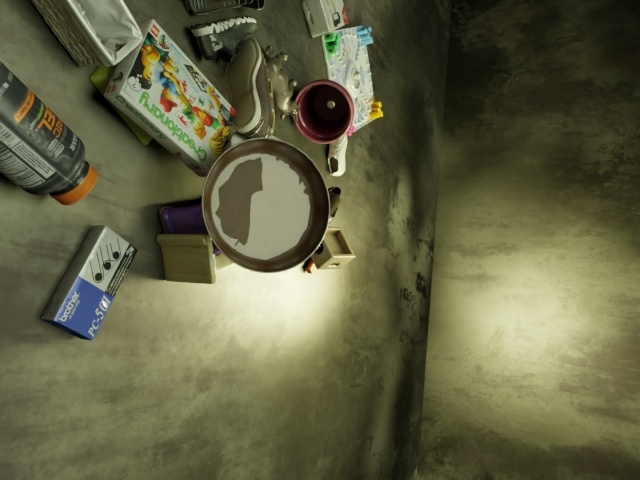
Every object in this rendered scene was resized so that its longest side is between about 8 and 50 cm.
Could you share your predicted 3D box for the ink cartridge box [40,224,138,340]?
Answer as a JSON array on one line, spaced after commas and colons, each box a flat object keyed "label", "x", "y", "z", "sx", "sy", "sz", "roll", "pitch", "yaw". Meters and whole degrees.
[{"label": "ink cartridge box", "x": -0.450, "y": 0.082, "z": 1.012, "sx": 0.097, "sy": 0.046, "sz": 0.207, "roll": 52, "pitch": 47, "yaw": -47}]

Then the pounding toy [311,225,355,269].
[{"label": "pounding toy", "x": -0.009, "y": -0.005, "z": 1.763, "sx": 0.181, "sy": 0.094, "sz": 0.206, "roll": 1, "pitch": 55, "yaw": -49}]

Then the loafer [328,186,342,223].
[{"label": "loafer", "x": 0.030, "y": -0.135, "z": 1.789, "sx": 0.080, "sy": 0.078, "sz": 0.220, "roll": 37, "pitch": 28, "yaw": -16}]

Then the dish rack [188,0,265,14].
[{"label": "dish rack", "x": -0.251, "y": -0.685, "z": 1.301, "sx": 0.271, "sy": 0.074, "sz": 0.208, "roll": -46, "pitch": 136, "yaw": -51}]

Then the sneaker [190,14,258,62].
[{"label": "sneaker", "x": -0.242, "y": -0.526, "z": 1.345, "sx": 0.234, "sy": 0.078, "sz": 0.106, "roll": -42, "pitch": 130, "yaw": -48}]

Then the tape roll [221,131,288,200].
[{"label": "tape roll", "x": -0.135, "y": -0.166, "z": 1.356, "sx": 0.286, "sy": 0.100, "sz": 0.286, "roll": 28, "pitch": 33, "yaw": -20}]

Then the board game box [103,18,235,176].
[{"label": "board game box", "x": -0.317, "y": -0.302, "z": 1.137, "sx": 0.305, "sy": 0.053, "sz": 0.192, "roll": 44, "pitch": 54, "yaw": -53}]

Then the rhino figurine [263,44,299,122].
[{"label": "rhino figurine", "x": -0.119, "y": -0.463, "z": 1.571, "sx": 0.243, "sy": 0.073, "sz": 0.106, "roll": 65, "pitch": 35, "yaw": -41}]

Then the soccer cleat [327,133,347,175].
[{"label": "soccer cleat", "x": 0.060, "y": -0.337, "z": 1.911, "sx": 0.076, "sy": 0.068, "sz": 0.196, "roll": -22, "pitch": 113, "yaw": -56}]

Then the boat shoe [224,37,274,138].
[{"label": "boat shoe", "x": -0.179, "y": -0.399, "z": 1.361, "sx": 0.097, "sy": 0.117, "sz": 0.324, "roll": 35, "pitch": 40, "yaw": -49}]

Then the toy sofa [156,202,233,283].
[{"label": "toy sofa", "x": -0.229, "y": -0.022, "z": 1.304, "sx": 0.363, "sy": 0.150, "sz": 0.176, "roll": -23, "pitch": 112, "yaw": -59}]

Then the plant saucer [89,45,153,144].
[{"label": "plant saucer", "x": -0.380, "y": -0.340, "z": 1.125, "sx": 0.188, "sy": 0.045, "sz": 0.188, "roll": 59, "pitch": 42, "yaw": -45}]

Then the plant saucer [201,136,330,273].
[{"label": "plant saucer", "x": -0.124, "y": -0.079, "z": 1.183, "sx": 0.311, "sy": 0.050, "sz": 0.310, "roll": 1, "pitch": 88, "yaw": -26}]

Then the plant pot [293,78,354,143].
[{"label": "plant pot", "x": 0.021, "y": -0.447, "z": 1.725, "sx": 0.180, "sy": 0.202, "sz": 0.201, "roll": -68, "pitch": 148, "yaw": -61}]

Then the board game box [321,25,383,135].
[{"label": "board game box", "x": 0.142, "y": -0.648, "z": 2.063, "sx": 0.390, "sy": 0.051, "sz": 0.389, "roll": -42, "pitch": 127, "yaw": -53}]

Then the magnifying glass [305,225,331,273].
[{"label": "magnifying glass", "x": 0.002, "y": 0.034, "z": 1.857, "sx": 0.231, "sy": 0.026, "sz": 0.092, "roll": -58, "pitch": 139, "yaw": -42}]

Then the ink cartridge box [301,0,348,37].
[{"label": "ink cartridge box", "x": 0.019, "y": -0.802, "z": 1.802, "sx": 0.175, "sy": 0.073, "sz": 0.127, "roll": -51, "pitch": 130, "yaw": -48}]

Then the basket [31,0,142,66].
[{"label": "basket", "x": -0.438, "y": -0.420, "z": 0.958, "sx": 0.167, "sy": 0.103, "sz": 0.113, "roll": 62, "pitch": 40, "yaw": -40}]

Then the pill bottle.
[{"label": "pill bottle", "x": -0.487, "y": -0.164, "z": 0.849, "sx": 0.245, "sy": 0.131, "sz": 0.130, "roll": 56, "pitch": 44, "yaw": -47}]
